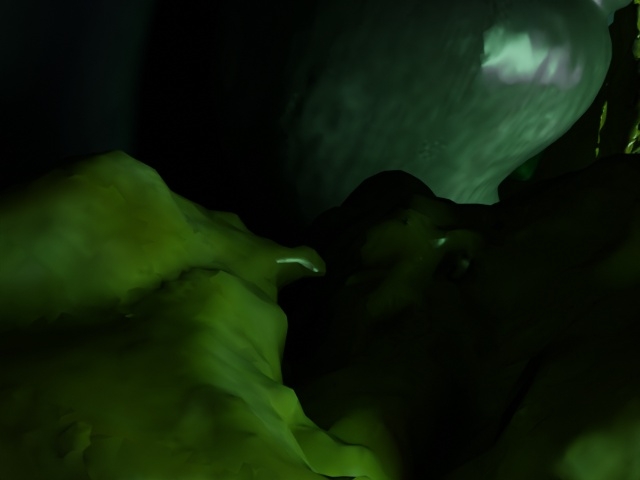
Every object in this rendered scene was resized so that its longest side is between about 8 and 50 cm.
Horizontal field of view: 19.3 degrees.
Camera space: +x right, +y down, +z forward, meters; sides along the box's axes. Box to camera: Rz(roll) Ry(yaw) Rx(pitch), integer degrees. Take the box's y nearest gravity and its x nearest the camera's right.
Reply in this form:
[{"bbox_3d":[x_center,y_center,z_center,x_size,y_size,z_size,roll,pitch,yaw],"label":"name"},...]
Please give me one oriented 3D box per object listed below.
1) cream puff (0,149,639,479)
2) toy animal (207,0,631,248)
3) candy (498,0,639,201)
[{"bbox_3d":[-0.021,0.114,0.438,0.378,0.275,0.378,-47,177,-3],"label":"cream puff"},{"bbox_3d":[-0.001,-0.009,0.608,0.138,0.108,0.236,17,115,-33],"label":"toy animal"},{"bbox_3d":[0.074,0.028,0.722,0.187,0.081,0.297,-72,177,-55],"label":"candy"}]
